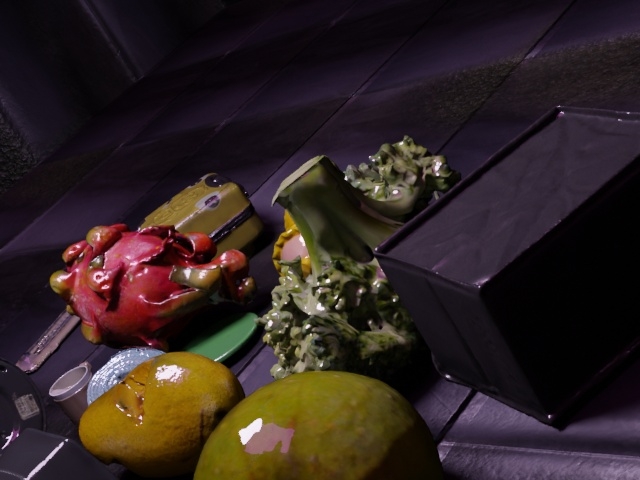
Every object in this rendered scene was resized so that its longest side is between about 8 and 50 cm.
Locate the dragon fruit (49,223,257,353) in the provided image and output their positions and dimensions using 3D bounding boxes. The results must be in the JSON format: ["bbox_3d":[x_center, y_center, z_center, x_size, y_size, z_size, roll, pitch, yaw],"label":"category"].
[{"bbox_3d":[-0.282,0.066,2.059,0.307,0.227,0.243,-35,63,2],"label":"dragon fruit"}]

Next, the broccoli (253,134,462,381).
[{"bbox_3d":[0.066,0.030,1.672,0.338,0.318,0.277,-12,9,-18],"label":"broccoli"}]

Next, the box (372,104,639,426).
[{"bbox_3d":[0.288,0.014,1.473,0.345,0.204,0.251,-38,23,-15],"label":"box"}]

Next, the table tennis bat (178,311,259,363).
[{"bbox_3d":[-0.208,0.196,1.993,0.257,0.039,0.160,-33,16,-12],"label":"table tennis bat"}]

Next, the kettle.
[{"bbox_3d":[-0.573,0.333,1.880,0.262,0.203,0.308,-54,8,-33],"label":"kettle"}]

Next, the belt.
[{"bbox_3d":[-0.274,0.240,1.891,0.148,0.082,0.163,-47,44,-12],"label":"belt"}]

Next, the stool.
[{"bbox_3d":[-0.333,0.360,1.573,0.232,0.232,0.141,-4,37,50],"label":"stool"}]

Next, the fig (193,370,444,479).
[{"bbox_3d":[0.008,0.256,1.291,0.258,0.258,0.326,-24,7,20],"label":"fig"}]

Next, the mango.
[{"bbox_3d":[-0.226,0.252,1.744,0.262,0.167,0.130,-27,8,22],"label":"mango"}]

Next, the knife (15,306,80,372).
[{"bbox_3d":[-0.491,0.139,2.487,0.089,0.043,0.365,-10,31,46],"label":"knife"}]

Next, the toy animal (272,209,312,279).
[{"bbox_3d":[0.000,0.004,1.965,0.156,0.156,0.230,-18,30,32],"label":"toy animal"}]

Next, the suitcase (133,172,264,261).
[{"bbox_3d":[-0.226,-0.011,2.310,0.235,0.143,0.194,-37,21,-9],"label":"suitcase"}]

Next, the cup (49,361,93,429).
[{"bbox_3d":[-0.385,0.260,2.005,0.074,0.099,0.102,-34,21,-6],"label":"cup"}]
